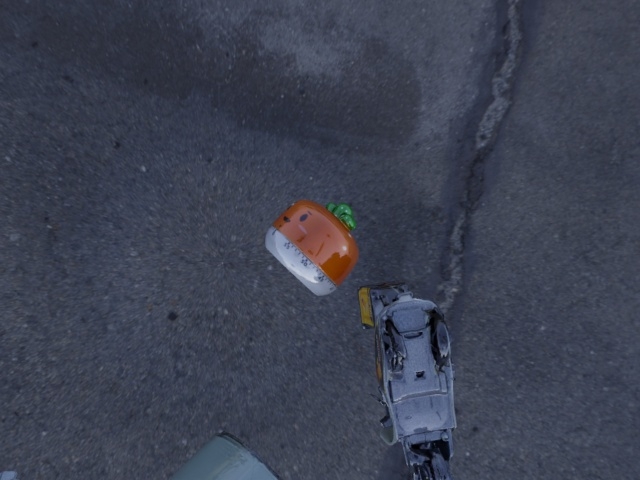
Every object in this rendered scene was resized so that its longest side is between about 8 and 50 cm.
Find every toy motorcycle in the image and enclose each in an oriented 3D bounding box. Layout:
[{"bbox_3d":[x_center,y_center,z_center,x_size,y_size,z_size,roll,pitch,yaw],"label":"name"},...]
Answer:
[{"bbox_3d":[0.114,0.186,0.768,0.090,0.157,0.263,-8,90,-13],"label":"toy motorcycle"}]

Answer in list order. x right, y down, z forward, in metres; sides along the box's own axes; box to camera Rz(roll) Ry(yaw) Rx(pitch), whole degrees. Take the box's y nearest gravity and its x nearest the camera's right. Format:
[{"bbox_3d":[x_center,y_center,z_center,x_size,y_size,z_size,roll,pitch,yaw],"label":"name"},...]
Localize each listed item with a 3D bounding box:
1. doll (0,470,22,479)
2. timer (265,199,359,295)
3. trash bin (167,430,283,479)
[{"bbox_3d":[-0.466,0.309,0.754,0.194,0.062,0.104,-5,115,2],"label":"doll"},{"bbox_3d":[0.000,0.000,0.828,0.136,0.099,0.136,-10,118,-19],"label":"timer"},{"bbox_3d":[-0.168,0.442,0.845,0.217,0.277,0.262,34,56,24],"label":"trash bin"}]
